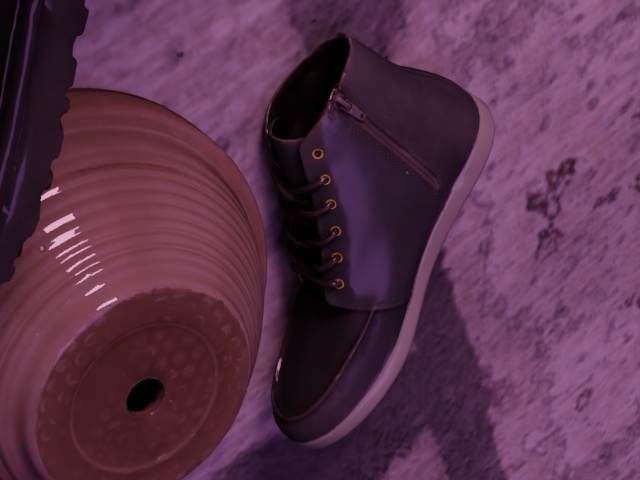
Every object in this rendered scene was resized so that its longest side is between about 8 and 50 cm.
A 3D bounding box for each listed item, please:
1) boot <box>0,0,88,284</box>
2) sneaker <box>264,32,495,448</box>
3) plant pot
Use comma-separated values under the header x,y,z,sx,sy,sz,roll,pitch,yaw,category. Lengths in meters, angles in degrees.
x,y,z,sx,sy,sz,roll,pitch,yaw,category
-0.221,-0.114,0.550,0.260,0.131,0.348,10,103,-43,boot
0.000,0.000,0.829,0.118,0.083,0.222,23,90,-37,sneaker
-0.112,0.054,0.743,0.237,0.110,0.237,-19,125,-29,plant pot
